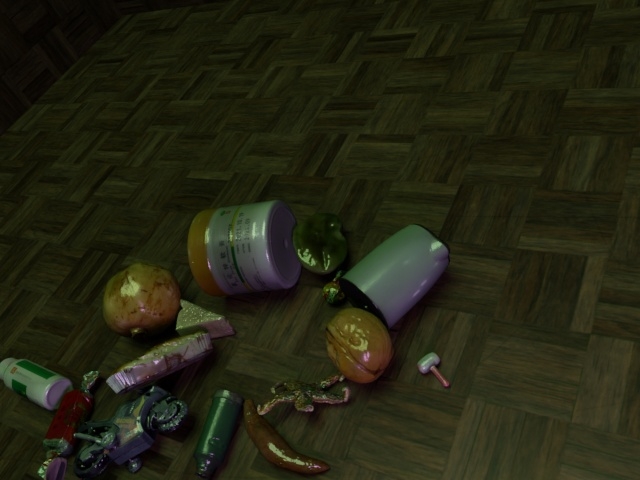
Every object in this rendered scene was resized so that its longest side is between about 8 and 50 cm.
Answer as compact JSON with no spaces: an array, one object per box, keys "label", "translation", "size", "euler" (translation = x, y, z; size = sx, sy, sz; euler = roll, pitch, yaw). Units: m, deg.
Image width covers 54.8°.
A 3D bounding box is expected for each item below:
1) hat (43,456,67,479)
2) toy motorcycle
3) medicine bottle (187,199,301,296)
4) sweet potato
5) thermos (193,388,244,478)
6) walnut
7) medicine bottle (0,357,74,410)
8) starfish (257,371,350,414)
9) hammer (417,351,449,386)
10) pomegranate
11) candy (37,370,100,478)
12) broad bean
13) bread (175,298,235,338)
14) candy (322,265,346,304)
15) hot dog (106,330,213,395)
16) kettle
[{"label":"hat","translation":[-0.611,0.601,1.327],"size":[0.164,0.226,0.219],"euler":[-15,38,-16]},{"label":"toy motorcycle","translation":[-0.451,0.442,1.464],"size":[0.307,0.108,0.173],"euler":[-28,34,2]},{"label":"medicine bottle","translation":[-0.194,0.021,1.627],"size":[0.231,0.238,0.238],"euler":[-7,47,21]},{"label":"sweet potato","translation":[-0.097,0.433,1.318],"size":[0.078,0.058,0.255],"euler":[-30,42,-34]},{"label":"thermos","translation":[-0.237,0.433,1.377],"size":[0.083,0.073,0.188],"euler":[-2,49,24]},{"label":"walnut","translation":[0.082,0.227,1.360],"size":[0.144,0.144,0.180],"euler":[-38,39,-10]},{"label":"medicine bottle","translation":[-0.789,0.386,1.694],"size":[0.260,0.095,0.095],"euler":[12,56,34]},{"label":"starfish","translation":[-0.038,0.346,1.364],"size":[0.209,0.053,0.150],"euler":[-17,13,-9]},{"label":"hammer","translation":[0.245,0.278,1.309],"size":[0.052,0.031,0.083],"euler":[-37,49,-4]},{"label":"pomegranate","translation":[-0.481,0.172,1.673],"size":[0.215,0.215,0.215],"euler":[-15,44,15]},{"label":"candy","translation":[-0.638,0.459,1.571],"size":[0.086,0.059,0.292],"euler":[-10,45,21]},{"label":"broad bean","translation":[0.000,0.002,1.627],"size":[0.153,0.072,0.207],"euler":[11,37,7]},{"label":"bread","translation":[-0.299,0.202,1.629],"size":[0.152,0.077,0.105],"euler":[-13,46,14]},{"label":"candy","translation":[0.045,0.085,1.591],"size":[0.060,0.060,0.201],"euler":[-9,39,20]},{"label":"hot dog","translation":[-0.393,0.298,1.520],"size":[0.268,0.075,0.144],"euler":[-23,-9,-34]},{"label":"kettle","translation":[0.171,0.074,1.464],"size":[0.236,0.161,0.221],"euler":[-41,13,-15]}]
